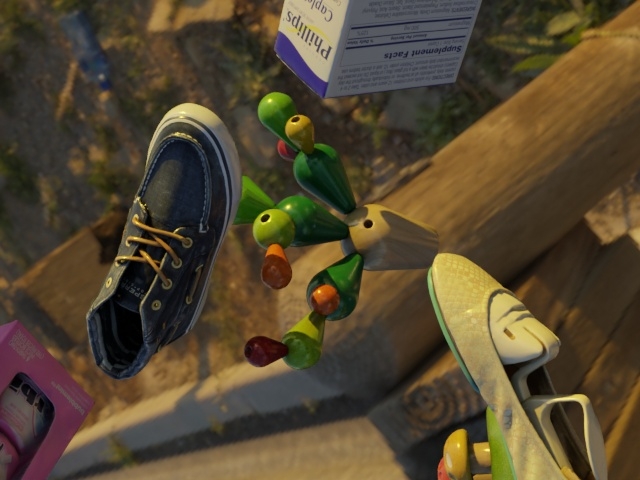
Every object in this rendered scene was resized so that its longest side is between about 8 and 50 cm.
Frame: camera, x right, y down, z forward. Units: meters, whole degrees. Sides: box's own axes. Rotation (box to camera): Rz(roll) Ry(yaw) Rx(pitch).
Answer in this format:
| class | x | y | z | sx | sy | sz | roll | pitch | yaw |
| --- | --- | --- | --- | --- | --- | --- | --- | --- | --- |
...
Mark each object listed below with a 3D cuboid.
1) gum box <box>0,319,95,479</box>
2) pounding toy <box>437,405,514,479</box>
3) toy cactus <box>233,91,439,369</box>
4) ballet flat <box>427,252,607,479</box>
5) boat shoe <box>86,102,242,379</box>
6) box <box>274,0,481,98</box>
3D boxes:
| class | x | y | z | sx | sy | sz | roll | pitch | yaw |
| --- | --- | --- | --- | --- | --- | --- | --- | --- | --- |
| gum box | -0.208 | 0.113 | 0.585 | 0.188 | 0.107 | 0.062 | -18 | 121 | 37 |
| pounding toy | 0.157 | 0.222 | 1.050 | 0.110 | 0.237 | 0.183 | -6 | 124 | 9 |
| toy cactus | 0.000 | 0.000 | 0.858 | 0.112 | 0.180 | 0.219 | -51 | 40 | 41 |
| ballet flat | 0.112 | 0.077 | 0.615 | 0.052 | 0.057 | 0.168 | -28 | 82 | 35 |
| boat shoe | -0.101 | 0.007 | 0.753 | 0.065 | 0.083 | 0.183 | 22 | 126 | 13 |
| box | 0.047 | -0.178 | 0.811 | 0.072 | 0.126 | 0.137 | 45 | 133 | 38 |
